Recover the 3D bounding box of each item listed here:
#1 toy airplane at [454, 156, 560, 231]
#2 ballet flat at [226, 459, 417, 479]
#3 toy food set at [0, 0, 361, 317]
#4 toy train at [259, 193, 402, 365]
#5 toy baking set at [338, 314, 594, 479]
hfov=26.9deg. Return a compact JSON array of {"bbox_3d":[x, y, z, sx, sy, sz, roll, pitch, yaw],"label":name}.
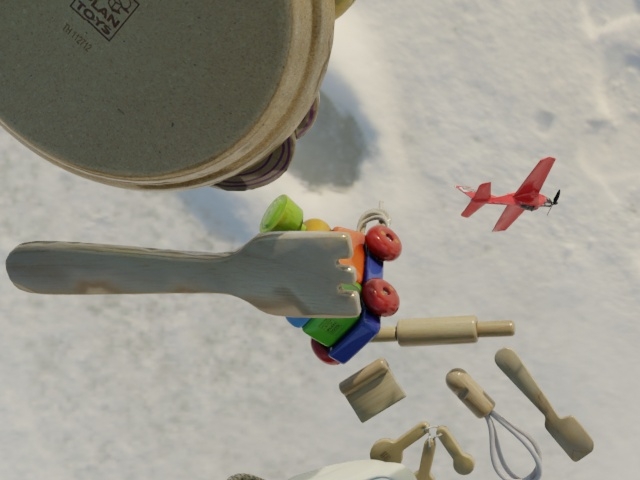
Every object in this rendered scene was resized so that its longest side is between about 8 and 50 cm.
[{"bbox_3d":[0.244,-0.055,1.727,0.151,0.151,0.028,-34,48,25],"label":"toy airplane"},{"bbox_3d":[0.090,0.300,1.233,0.482,0.164,0.182,5,98,33],"label":"ballet flat"},{"bbox_3d":[-0.049,-0.072,0.377,0.132,0.038,0.192,2,118,16],"label":"toy food set"},{"bbox_3d":[0.000,0.000,1.373,0.105,0.143,0.248,-45,22,31],"label":"toy train"},{"bbox_3d":[0.150,0.170,1.406,0.256,0.030,0.197,-8,102,14],"label":"toy baking set"}]
